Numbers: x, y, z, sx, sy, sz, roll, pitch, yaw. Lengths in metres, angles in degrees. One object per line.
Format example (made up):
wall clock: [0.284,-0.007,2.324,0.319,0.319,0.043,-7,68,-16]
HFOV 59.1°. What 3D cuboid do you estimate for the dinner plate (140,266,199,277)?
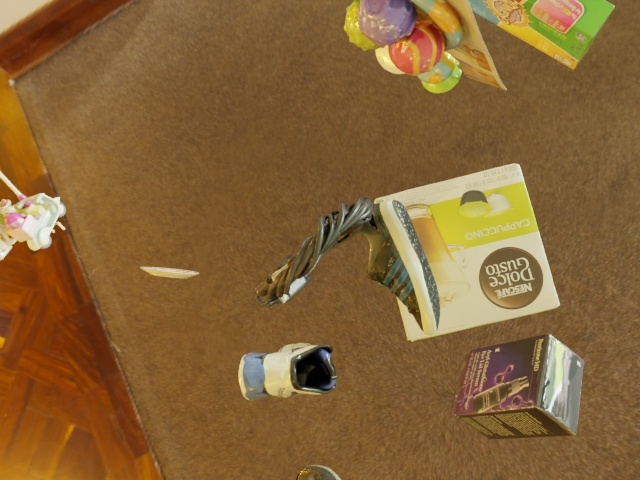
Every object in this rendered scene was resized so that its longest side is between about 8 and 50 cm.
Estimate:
dinner plate: [-0.368,0.079,1.378,0.141,0.141,0.017,7,88,15]

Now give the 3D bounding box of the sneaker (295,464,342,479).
sneaker: [-0.013,0.550,1.230,0.222,0.118,0.083,4,80,54]

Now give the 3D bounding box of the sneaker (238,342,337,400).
sneaker: [-0.034,0.301,1.287,0.182,0.315,0.128,-7,82,20]

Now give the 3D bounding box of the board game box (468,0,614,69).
board game box: [0.405,-0.477,1.130,0.316,0.242,0.064,36,102,13]

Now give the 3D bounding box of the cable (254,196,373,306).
cable: [0.000,0.000,0.663,0.047,0.151,0.184,45,52,7]

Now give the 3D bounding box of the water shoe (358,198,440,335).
water shoe: [0.107,0.042,0.791,0.080,0.073,0.203,-16,103,22]

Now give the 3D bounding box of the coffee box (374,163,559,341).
coffee box: [0.338,0.044,1.391,0.337,0.338,0.335,-14,82,6]

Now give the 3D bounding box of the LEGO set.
LEGO set: [-0.458,-0.023,0.709,0.286,0.107,0.132,-18,38,15]

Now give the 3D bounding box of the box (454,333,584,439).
box: [0.379,0.285,1.083,0.108,0.207,0.153,36,54,-17]

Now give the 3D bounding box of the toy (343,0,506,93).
toy: [0.068,-0.174,0.475,0.136,0.237,0.056,33,102,26]

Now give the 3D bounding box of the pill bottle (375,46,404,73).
pill bottle: [0.210,-0.517,1.375,0.152,0.152,0.272,6,43,15]
